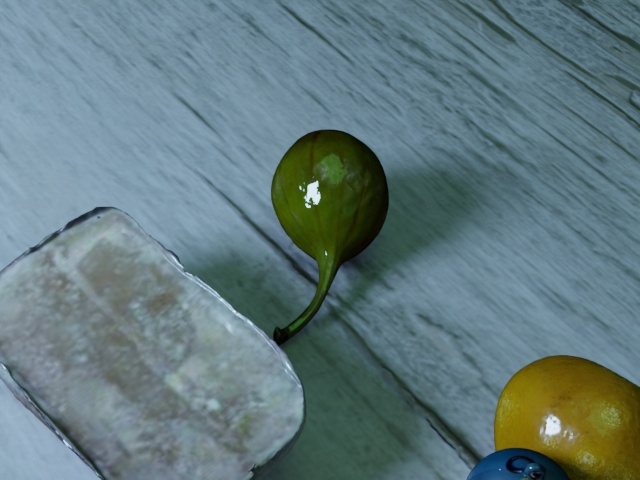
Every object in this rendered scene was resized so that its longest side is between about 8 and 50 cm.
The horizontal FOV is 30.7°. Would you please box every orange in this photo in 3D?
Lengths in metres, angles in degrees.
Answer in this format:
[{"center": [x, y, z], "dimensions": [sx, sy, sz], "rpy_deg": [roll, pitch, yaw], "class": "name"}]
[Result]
[{"center": [0.220, 0.173, 0.983], "dimensions": [0.159, 0.159, 0.136], "rpy_deg": [27, 85, 15], "class": "orange"}]

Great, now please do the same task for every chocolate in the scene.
[{"center": [-0.154, 0.114, 0.985], "dimensions": [0.185, 0.100, 0.303], "rpy_deg": [-35, 57, -26], "class": "chocolate"}]

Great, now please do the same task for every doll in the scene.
[{"center": [0.148, 0.217, 0.907], "dimensions": [0.114, 0.152, 0.085], "rpy_deg": [16, 45, 1], "class": "doll"}]

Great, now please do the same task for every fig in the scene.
[{"center": [0.000, 0.000, 1.146], "dimensions": [0.124, 0.124, 0.236], "rpy_deg": [12, 58, -1], "class": "fig"}]
